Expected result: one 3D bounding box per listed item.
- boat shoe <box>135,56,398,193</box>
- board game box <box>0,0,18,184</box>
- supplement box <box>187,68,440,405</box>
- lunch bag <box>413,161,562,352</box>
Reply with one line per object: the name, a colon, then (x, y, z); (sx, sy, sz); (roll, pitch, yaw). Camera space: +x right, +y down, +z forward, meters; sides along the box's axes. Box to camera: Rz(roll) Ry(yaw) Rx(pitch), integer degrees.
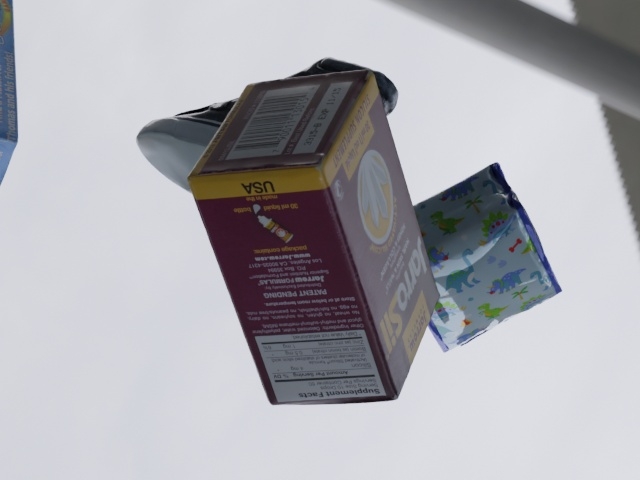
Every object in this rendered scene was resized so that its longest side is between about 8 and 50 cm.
boat shoe: (-0.033, -0.071, 1.166); (0.183, 0.065, 0.083); (7, -129, 43)
board game box: (-0.175, -0.017, 0.771); (0.160, 0.039, 0.211); (-102, -147, -47)
supplement box: (0.000, 0.000, 0.536); (0.043, 0.083, 0.055); (-4, -146, 23)
lunch bag: (0.139, 0.023, 1.655); (0.129, 0.151, 0.096); (-27, -142, 5)
